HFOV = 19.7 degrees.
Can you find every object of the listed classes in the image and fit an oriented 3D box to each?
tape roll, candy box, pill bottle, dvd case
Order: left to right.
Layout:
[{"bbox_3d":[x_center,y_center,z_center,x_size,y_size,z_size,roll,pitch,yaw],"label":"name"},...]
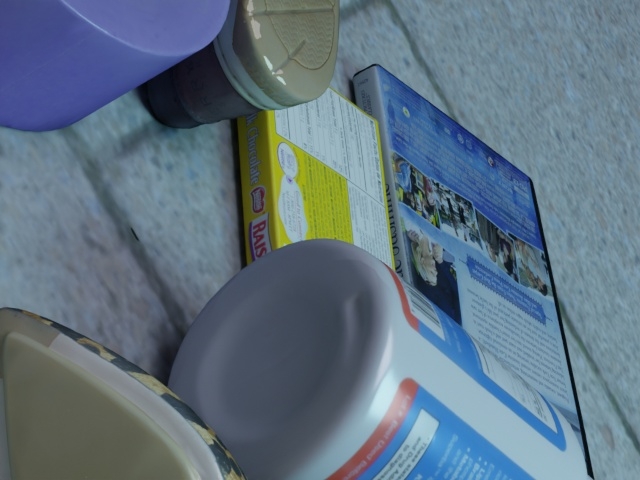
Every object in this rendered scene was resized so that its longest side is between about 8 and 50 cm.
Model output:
[{"bbox_3d":[-0.128,-0.148,0.806,0.189,0.080,0.189,40,36,-37],"label":"tape roll"},{"bbox_3d":[0.000,0.000,0.949,0.105,0.027,0.206,36,39,-44],"label":"candy box"},{"bbox_3d":[0.043,0.103,0.832,0.221,0.124,0.124,40,36,-39],"label":"pill bottle"},{"bbox_3d":[0.092,0.037,1.078,0.180,0.022,0.253,32,41,-46],"label":"dvd case"}]

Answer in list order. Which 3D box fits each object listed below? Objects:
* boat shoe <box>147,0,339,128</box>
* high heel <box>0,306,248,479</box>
[{"bbox_3d":[-0.042,-0.174,0.954,0.103,0.092,0.285,47,35,-43],"label":"boat shoe"},{"bbox_3d":[-0.041,0.142,0.742,0.261,0.093,0.186,55,3,12],"label":"high heel"}]
